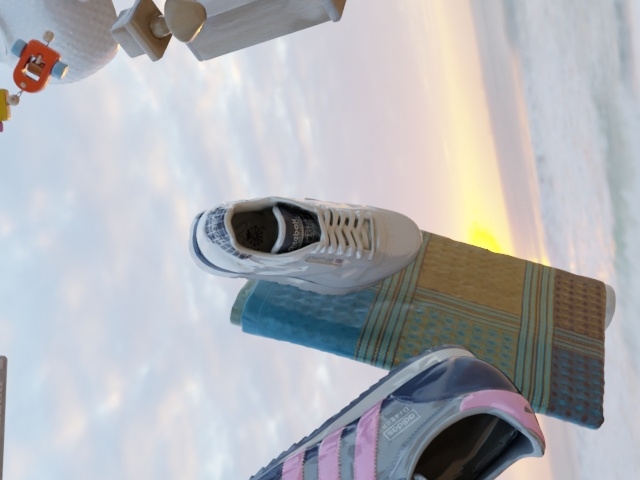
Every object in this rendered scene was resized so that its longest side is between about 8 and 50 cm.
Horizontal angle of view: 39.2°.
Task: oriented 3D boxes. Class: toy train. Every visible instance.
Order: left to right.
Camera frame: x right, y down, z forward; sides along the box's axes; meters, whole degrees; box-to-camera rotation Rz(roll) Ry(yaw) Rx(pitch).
[{"bbox_3d":[-0.352,-0.185,0.941,0.046,0.166,0.125,-94,30,-81],"label":"toy train"}]

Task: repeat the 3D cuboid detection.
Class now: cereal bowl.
[{"bbox_3d":[-0.467,-0.369,1.350,0.141,0.339,0.339,-46,-42,-25],"label":"cereal bowl"}]

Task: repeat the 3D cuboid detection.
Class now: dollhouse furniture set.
[{"bbox_3d":[-0.119,-0.355,0.805,0.355,0.173,0.303,53,-142,-40],"label":"dollhouse furniture set"}]

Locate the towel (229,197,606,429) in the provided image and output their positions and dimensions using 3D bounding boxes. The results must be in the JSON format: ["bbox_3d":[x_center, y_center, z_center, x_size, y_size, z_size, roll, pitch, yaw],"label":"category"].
[{"bbox_3d":[0.118,0.068,0.962,0.271,0.370,0.040,-57,-19,-58],"label":"towel"}]

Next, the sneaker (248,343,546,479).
[{"bbox_3d":[0.032,0.209,0.691,0.112,0.319,0.131,53,170,-26],"label":"sneaker"}]

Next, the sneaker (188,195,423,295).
[{"bbox_3d":[0.000,0.000,0.835,0.095,0.235,0.090,148,118,-62],"label":"sneaker"}]

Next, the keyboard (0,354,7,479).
[{"bbox_3d":[-0.326,0.230,0.815,0.072,0.014,0.256,10,-112,-39],"label":"keyboard"}]

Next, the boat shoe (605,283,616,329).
[{"bbox_3d":[0.335,0.105,1.292,0.227,0.081,0.079,142,137,-70],"label":"boat shoe"}]
